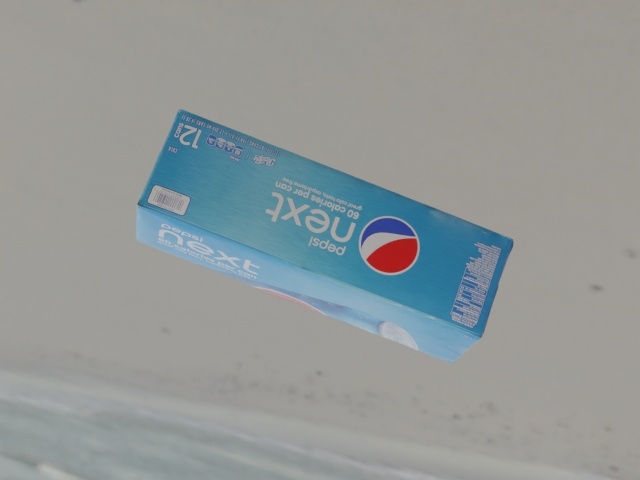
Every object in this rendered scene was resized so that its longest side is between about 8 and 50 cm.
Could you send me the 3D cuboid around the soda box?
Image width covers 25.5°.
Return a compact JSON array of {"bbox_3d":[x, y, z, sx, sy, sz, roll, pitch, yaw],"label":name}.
[{"bbox_3d":[0.000,0.000,0.836,0.210,0.067,0.071,22,161,-2],"label":"soda box"}]
